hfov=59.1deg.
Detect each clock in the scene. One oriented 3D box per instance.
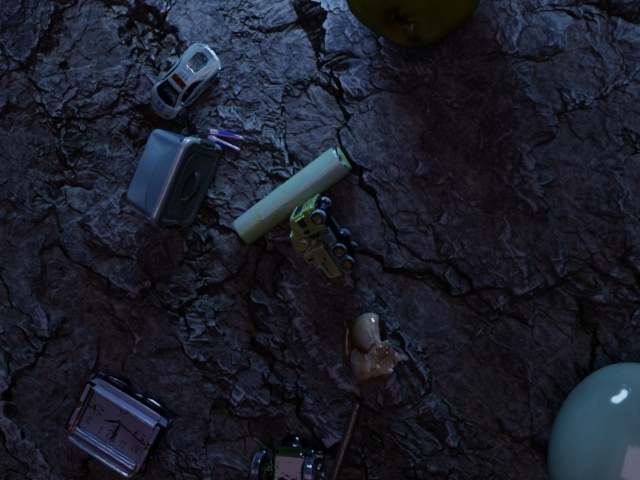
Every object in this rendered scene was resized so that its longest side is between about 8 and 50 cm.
[{"bbox_3d":[-0.512,0.472,1.445,0.253,0.083,0.186,30,101,7],"label":"clock"}]

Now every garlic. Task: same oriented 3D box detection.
[{"bbox_3d":[0.125,0.252,1.303,0.124,0.099,0.174,-4,91,30],"label":"garlic"}]

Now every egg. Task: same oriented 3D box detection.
[{"bbox_3d":[0.605,0.435,1.130,0.276,0.276,0.388,13,96,9],"label":"egg"}]

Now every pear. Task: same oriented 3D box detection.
[{"bbox_3d":[0.184,-0.572,1.119,0.288,0.287,0.374,6,81,10],"label":"pear"}]

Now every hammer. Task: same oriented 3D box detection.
[{"bbox_3d":[0.038,0.551,1.351,0.044,0.111,0.364,17,92,7],"label":"hammer"}]

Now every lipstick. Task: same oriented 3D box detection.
[{"bbox_3d":[-0.065,-0.103,1.306,0.304,0.076,0.076,-35,88,11],"label":"lipstick"}]

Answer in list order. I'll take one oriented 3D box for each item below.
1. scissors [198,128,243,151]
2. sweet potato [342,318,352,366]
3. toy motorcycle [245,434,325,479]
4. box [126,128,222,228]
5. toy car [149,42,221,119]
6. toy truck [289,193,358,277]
[{"bbox_3d":[-0.242,-0.246,1.356,0.114,0.012,0.039,17,98,9],"label":"scissors"},{"bbox_3d":[0.064,0.244,1.343,0.026,0.026,0.114,3,94,11],"label":"sweet potato"},{"bbox_3d":[-0.091,0.616,1.366,0.206,0.127,0.274,2,89,10],"label":"toy motorcycle"},{"bbox_3d":[-0.337,-0.145,1.314,0.130,0.162,0.226,29,101,17],"label":"box"},{"bbox_3d":[-0.323,-0.373,1.338,0.205,0.056,0.095,-41,89,11],"label":"toy car"},{"bbox_3d":[0.000,0.000,1.278,0.116,0.085,0.191,-24,113,21],"label":"toy truck"}]
